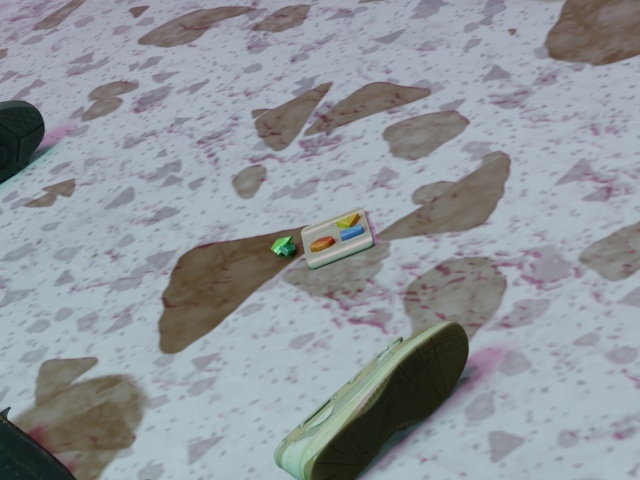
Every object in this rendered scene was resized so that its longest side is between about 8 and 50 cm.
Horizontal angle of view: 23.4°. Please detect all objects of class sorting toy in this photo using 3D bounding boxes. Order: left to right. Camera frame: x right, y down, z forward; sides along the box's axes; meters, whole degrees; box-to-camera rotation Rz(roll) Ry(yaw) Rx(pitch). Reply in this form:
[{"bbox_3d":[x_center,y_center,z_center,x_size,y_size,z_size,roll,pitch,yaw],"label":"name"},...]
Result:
[{"bbox_3d":[0.000,0.000,1.267,0.083,0.012,0.062,-21,28,4],"label":"sorting toy"}]

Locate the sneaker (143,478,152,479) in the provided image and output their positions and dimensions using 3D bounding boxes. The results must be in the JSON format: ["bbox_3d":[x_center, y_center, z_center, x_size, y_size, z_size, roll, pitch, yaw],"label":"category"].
[{"bbox_3d":[-0.123,0.183,0.967,0.152,0.084,0.058,4,39,41],"label":"sneaker"}]

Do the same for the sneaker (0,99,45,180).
[{"bbox_3d":[-0.408,-0.090,1.648,0.227,0.087,0.130,-37,37,-13],"label":"sneaker"}]

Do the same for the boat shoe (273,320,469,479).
[{"bbox_3d":[0.035,0.104,1.021,0.153,0.056,0.048,-44,38,-20],"label":"boat shoe"}]

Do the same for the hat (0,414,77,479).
[{"bbox_3d":[-0.218,0.212,0.813,0.331,0.331,0.134,-18,2,11],"label":"hat"}]

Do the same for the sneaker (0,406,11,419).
[{"bbox_3d":[-0.229,0.173,1.094,0.089,0.051,0.170,-35,21,-17],"label":"sneaker"}]
